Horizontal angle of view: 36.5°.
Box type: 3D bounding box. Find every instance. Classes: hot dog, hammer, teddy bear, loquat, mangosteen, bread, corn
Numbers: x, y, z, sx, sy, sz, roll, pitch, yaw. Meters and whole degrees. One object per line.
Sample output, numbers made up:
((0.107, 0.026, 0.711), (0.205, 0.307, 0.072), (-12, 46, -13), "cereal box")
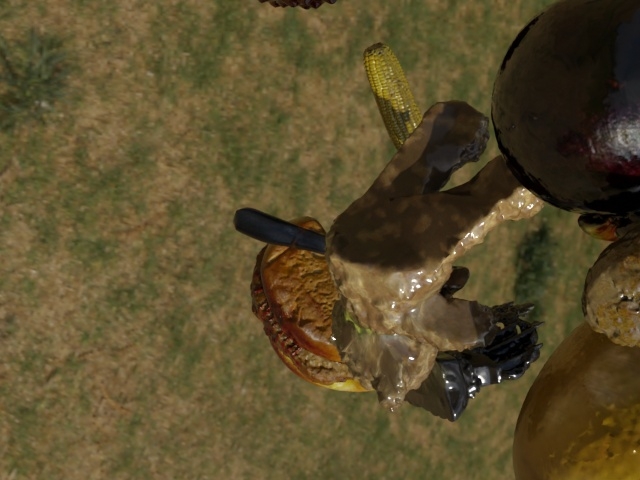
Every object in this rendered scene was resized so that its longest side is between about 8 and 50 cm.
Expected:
((-0.010, 0.153, 2.017), (0.223, 0.405, 0.185), (-31, 153, -9), "hot dog")
((0.000, 0.000, 1.490), (0.037, 0.290, 0.137), (82, 30, -60), "hammer")
((0.125, 0.029, 1.072), (0.296, 0.246, 0.222), (-39, 137, -2), "teddy bear")
((0.362, 0.214, 0.933), (0.328, 0.359, 0.328), (3, 81, -17), "loquat")
((0.263, -0.089, 0.810), (0.228, 0.228, 0.265), (-25, 101, -48), "mangosteen")
((0.243, 0.030, 0.710), (0.113, 0.060, 0.082), (-43, 135, 18), "bread")
((0.147, -0.277, 1.920), (0.080, 0.080, 0.231), (-39, 113, -41), "corn")

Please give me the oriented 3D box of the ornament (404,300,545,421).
((0.258, 0.174, 1.552), (0.260, 0.251, 0.106), (-22, 100, -15), "ornament")

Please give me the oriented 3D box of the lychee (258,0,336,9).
((-0.032, -0.615, 1.699), (0.500, 0.424, 0.425), (-4, 104, -38), "lychee")
